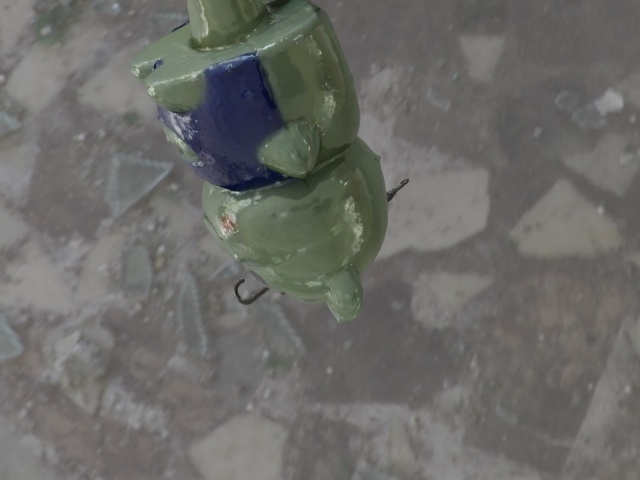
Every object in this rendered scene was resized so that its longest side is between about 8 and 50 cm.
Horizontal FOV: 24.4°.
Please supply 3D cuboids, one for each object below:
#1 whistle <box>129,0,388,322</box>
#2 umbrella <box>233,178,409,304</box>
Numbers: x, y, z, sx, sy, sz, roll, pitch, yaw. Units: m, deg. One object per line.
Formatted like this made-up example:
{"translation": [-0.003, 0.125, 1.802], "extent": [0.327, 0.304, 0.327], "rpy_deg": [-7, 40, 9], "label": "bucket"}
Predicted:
{"translation": [-0.030, -0.062, 0.686], "extent": [0.092, 0.110, 0.244], "rpy_deg": [-25, 116, -6], "label": "whistle"}
{"translation": [0.002, 0.004, 0.981], "extent": [0.148, 0.022, 0.022], "rpy_deg": [-31, 81, 22], "label": "umbrella"}
